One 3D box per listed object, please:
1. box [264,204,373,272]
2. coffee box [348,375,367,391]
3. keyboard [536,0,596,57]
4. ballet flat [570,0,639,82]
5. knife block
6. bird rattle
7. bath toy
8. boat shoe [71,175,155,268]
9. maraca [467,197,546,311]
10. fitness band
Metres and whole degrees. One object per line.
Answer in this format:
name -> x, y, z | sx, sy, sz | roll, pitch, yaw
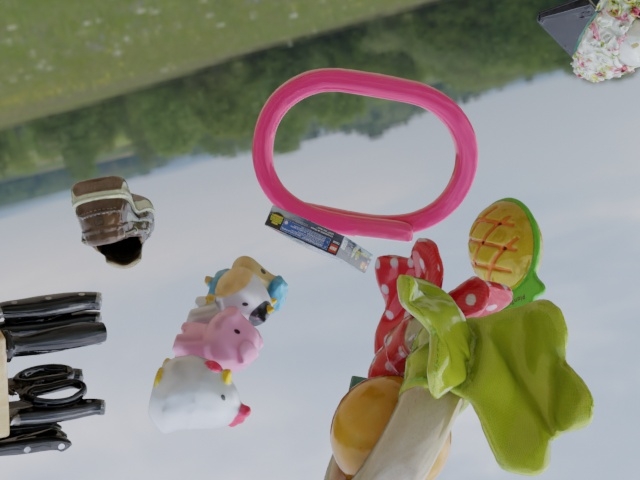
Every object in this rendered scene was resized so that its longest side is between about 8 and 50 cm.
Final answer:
box -> 0.000, 0.000, 1.422 | 0.094, 0.027, 0.137 | 24, 178, 19
coffee box -> 0.049, 0.309, 1.863 | 0.040, 0.184, 0.113 | 10, -144, 6
keyboard -> 0.377, -0.279, 1.657 | 0.108, 0.023, 0.180 | -10, 156, 34
ballet flat -> 0.297, -0.209, 1.046 | 0.091, 0.077, 0.241 | -6, 143, -33
knife block -> -0.314, 0.095, 1.024 | 0.242, 0.275, 0.088 | -48, -144, -5
bird rattle -> 0.053, 0.097, 0.817 | 0.207, 0.143, 0.253 | -59, -166, -4
bath toy -> -0.130, 0.142, 1.664 | 0.129, 0.151, 0.348 | 16, -155, 1
boat shoe -> -0.262, -0.008, 1.557 | 0.095, 0.095, 0.257 | -13, 171, 3
maraca -> 0.269, 0.028, 1.760 | 0.099, 0.185, 0.127 | 9, 152, -34
fitness band -> 0.057, -0.110, 1.575 | 0.291, 0.209, 0.054 | 9, -171, -6
